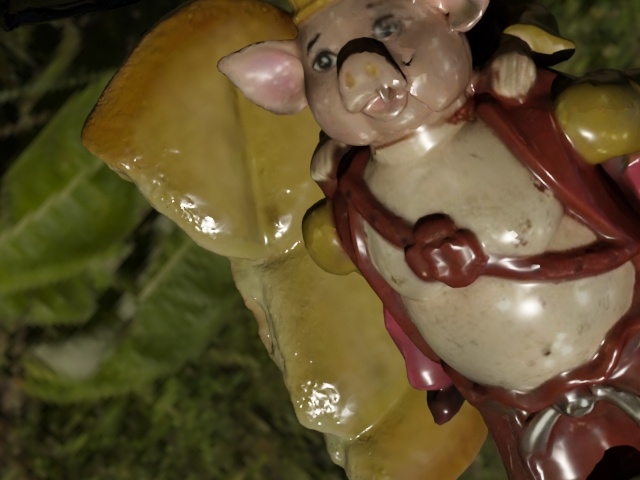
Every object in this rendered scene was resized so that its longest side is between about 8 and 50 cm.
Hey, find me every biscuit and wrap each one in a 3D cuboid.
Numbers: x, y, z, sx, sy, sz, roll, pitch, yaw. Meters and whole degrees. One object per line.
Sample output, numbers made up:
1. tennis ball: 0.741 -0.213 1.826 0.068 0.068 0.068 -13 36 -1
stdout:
1. biscuit: 0.004 -0.001 1.049 0.154 0.299 0.045 -38 -174 -11

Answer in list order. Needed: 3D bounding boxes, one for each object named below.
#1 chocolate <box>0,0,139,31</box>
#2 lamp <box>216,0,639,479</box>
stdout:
1. chocolate: -0.027 -0.168 0.655 0.224 0.177 0.206 -58 141 -8
2. lamp: 0.046 -0.025 0.574 0.118 0.253 0.118 -27 -161 10
